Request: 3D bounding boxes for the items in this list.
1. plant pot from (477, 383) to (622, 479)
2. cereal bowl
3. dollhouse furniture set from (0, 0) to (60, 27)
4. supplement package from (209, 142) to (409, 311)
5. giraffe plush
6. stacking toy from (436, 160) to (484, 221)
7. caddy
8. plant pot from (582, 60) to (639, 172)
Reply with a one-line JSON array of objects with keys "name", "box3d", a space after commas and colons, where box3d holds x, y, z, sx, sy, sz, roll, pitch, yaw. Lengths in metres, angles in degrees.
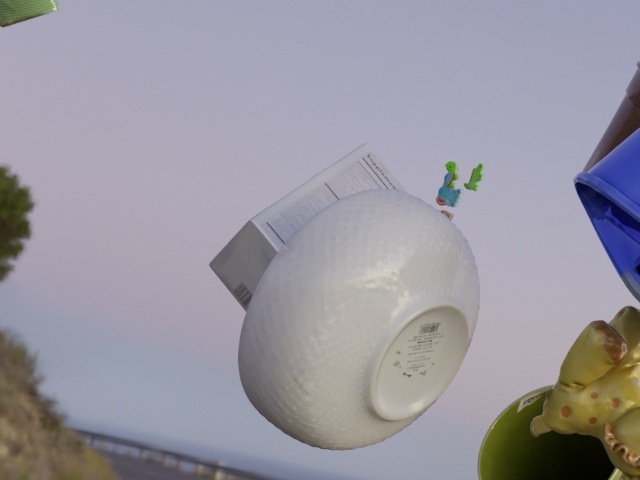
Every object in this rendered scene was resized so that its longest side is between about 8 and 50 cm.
[{"name": "plant pot", "box3d": [0.470, 0.454, 2.197, 0.274, 0.275, 0.293, 3, -37, 42]}, {"name": "cereal bowl", "box3d": [0.073, 0.115, 1.464, 0.141, 0.339, 0.339, 34, 8, 41]}, {"name": "dollhouse furniture set", "box3d": [-0.312, -0.215, 1.054, 0.151, 0.076, 0.058, -14, 13, 12]}, {"name": "supplement package", "box3d": [0.000, 0.000, 1.606, 0.139, 0.244, 0.134, 51, -40, 4]}, {"name": "giraffe plush", "box3d": [0.369, 0.208, 1.468, 0.170, 0.210, 0.181, 40, -32, 31]}, {"name": "stacking toy", "box3d": [0.233, -0.057, 2.352, 0.052, 0.221, 0.167, 30, 13, 21]}, {"name": "caddy", "box3d": [0.432, 0.012, 1.380, 0.341, 0.179, 0.241, 47, 2, 44]}, {"name": "plant pot", "box3d": [0.440, -0.120, 1.589, 0.167, 0.165, 0.167, 27, 20, -11]}]
